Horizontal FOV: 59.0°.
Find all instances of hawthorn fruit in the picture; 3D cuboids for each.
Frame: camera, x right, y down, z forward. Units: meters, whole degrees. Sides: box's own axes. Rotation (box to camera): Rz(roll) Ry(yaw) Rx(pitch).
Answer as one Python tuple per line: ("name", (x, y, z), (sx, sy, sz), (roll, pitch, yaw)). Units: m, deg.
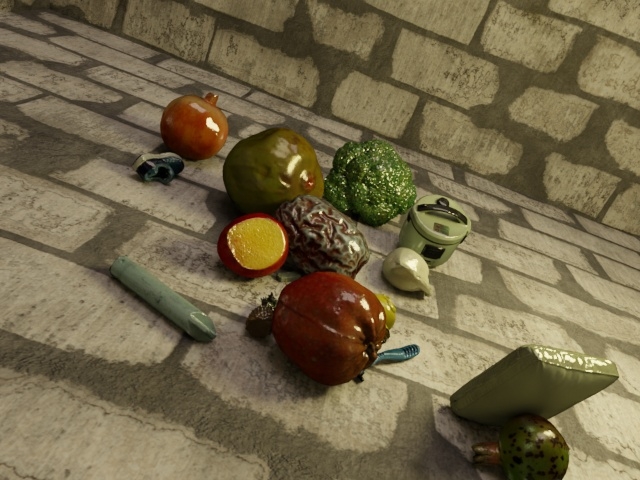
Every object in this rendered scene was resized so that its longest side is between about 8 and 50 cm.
("hawthorn fruit", (0.019, 0.201, 1.307), (0.262, 0.258, 0.258), (5, 24, 9))

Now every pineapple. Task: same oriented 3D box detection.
("pineapple", (-0.137, 0.181, 1.414), (0.074, 0.074, 0.159), (23, 22, 2))

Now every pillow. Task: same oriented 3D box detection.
("pillow", (0.479, 0.343, 1.300), (0.256, 0.322, 0.119), (13, 49, -18))

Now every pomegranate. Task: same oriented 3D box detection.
("pomegranate", (-0.471, -0.444, 2.156), (0.252, 0.270, 0.229), (26, 16, -9))
("pomegranate", (0.434, 0.459, 1.227), (0.205, 0.159, 0.159), (-7, 23, 11))

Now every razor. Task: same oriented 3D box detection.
("razor", (0.170, 0.301, 1.450), (0.253, 0.042, 0.082), (-2, 33, -43))

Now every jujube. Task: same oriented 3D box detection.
("jujube", (0.000, 0.000, 1.703), (0.317, 0.226, 0.226), (44, 31, 16))

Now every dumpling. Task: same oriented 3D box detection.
("dumpling", (0.294, 0.108, 1.869), (0.179, 0.131, 0.252), (38, 1, -12))

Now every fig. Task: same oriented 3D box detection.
("fig", (-0.170, -0.208, 1.889), (0.344, 0.343, 0.343), (18, 25, -9))

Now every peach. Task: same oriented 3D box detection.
("peach", (-0.186, 0.012, 1.571), (0.190, 0.190, 0.192), (29, 4, 15))

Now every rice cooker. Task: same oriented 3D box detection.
("rice cooker", (0.411, -0.036, 2.044), (0.226, 0.244, 0.225), (9, 49, -10))

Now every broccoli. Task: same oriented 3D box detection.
("broccoli", (0.203, -0.241, 2.273), (0.414, 0.320, 0.310), (-8, 26, -19))

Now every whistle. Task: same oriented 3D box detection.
("whistle", (-0.368, 0.136, 1.326), (0.312, 0.062, 0.062), (32, 27, 21))

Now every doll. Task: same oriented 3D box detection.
("doll", (0.143, 0.211, 1.536), (0.142, 0.135, 0.221), (53, 17, -8))

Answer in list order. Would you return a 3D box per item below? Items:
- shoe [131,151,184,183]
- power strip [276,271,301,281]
("shoe", (-0.540, -0.238, 1.925), (0.106, 0.091, 0.207), (52, 28, 10))
("power strip", (-0.092, 0.105, 1.656), (0.083, 0.017, 0.027), (-2, 35, -40))
